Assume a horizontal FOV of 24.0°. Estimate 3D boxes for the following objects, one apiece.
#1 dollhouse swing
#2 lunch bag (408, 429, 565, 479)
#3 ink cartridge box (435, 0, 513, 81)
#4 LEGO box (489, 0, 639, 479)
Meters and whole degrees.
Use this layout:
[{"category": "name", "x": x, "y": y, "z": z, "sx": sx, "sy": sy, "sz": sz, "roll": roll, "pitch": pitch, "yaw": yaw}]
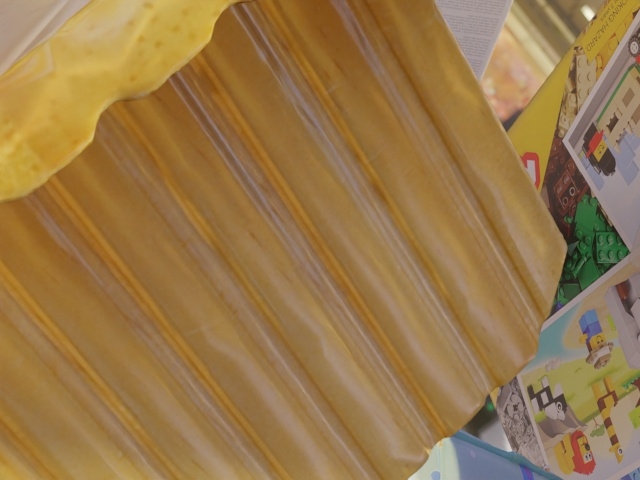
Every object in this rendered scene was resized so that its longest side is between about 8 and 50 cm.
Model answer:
[{"category": "dollhouse swing", "x": -0.008, "y": 0.025, "z": 0.542, "sx": 0.305, "sy": 0.347, "sz": 0.315, "roll": 53, "pitch": -14, "yaw": -19}, {"category": "lunch bag", "x": 0.041, "y": 0.207, "z": 1.009, "sx": 0.279, "sy": 0.224, "sz": 0.108, "roll": 30, "pitch": 53, "yaw": -44}, {"category": "ink cartridge box", "x": 0.101, "y": -0.225, "z": 1.651, "sx": 0.181, "sy": 0.224, "sz": 0.056, "roll": 5, "pitch": 39, "yaw": -19}, {"category": "LEGO box", "x": 0.317, "y": 0.005, "z": 1.089, "sx": 0.193, "sy": 0.500, "sz": 0.372, "roll": -3, "pitch": 56, "yaw": -28}]
